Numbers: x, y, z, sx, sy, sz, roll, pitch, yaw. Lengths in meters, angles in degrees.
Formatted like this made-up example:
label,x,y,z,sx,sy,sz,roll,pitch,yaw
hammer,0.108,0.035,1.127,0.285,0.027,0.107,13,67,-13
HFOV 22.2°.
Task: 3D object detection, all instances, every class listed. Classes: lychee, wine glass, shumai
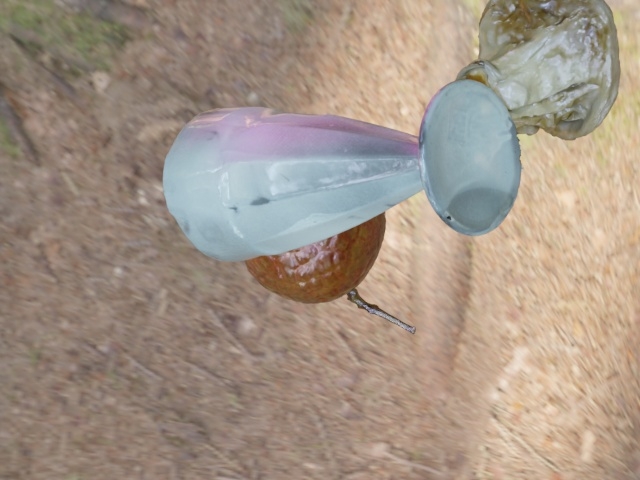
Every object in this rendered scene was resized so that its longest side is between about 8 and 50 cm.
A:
label,x,y,z,sx,sy,sz,roll,pitch,yaw
lychee,-0.004,-0.001,1.098,0.101,0.140,0.114,-22,52,-18
wine glass,0.008,-0.032,0.710,0.155,0.073,0.073,-7,77,44
shumai,0.156,-0.133,1.260,0.116,0.145,0.146,-16,74,-28
